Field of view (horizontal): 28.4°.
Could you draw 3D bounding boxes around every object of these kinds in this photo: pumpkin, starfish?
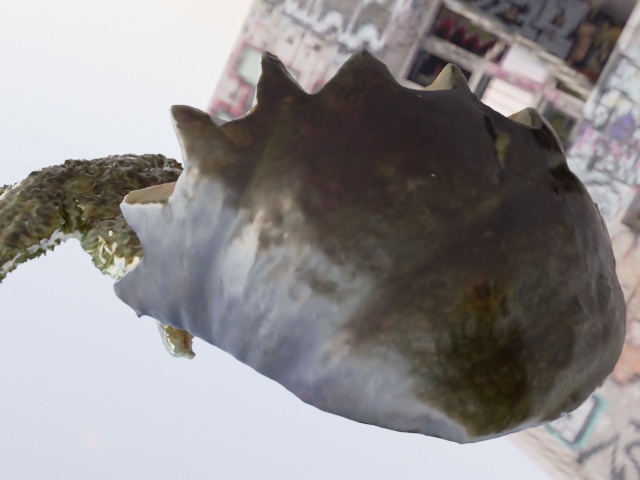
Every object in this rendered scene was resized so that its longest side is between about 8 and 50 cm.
[{"bbox_3d":[0.040,-0.003,0.564,0.254,0.130,0.149,-2,-152,-13],"label":"pumpkin"},{"bbox_3d":[-0.128,-0.007,0.784,0.347,0.078,0.358,-6,-165,-33],"label":"starfish"}]
